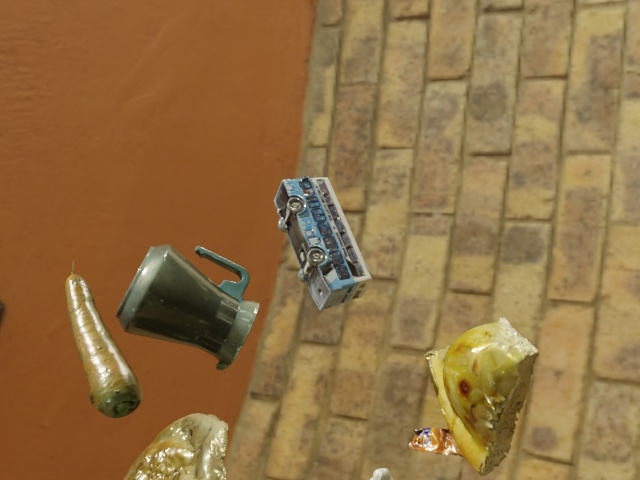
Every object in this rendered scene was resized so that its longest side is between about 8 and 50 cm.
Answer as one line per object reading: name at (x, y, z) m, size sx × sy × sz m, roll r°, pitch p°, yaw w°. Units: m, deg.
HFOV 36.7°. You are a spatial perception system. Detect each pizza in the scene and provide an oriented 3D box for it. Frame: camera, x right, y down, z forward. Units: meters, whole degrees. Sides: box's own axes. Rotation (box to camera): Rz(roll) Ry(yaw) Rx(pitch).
pizza at (0.192, 0.180, 1.294) m, size 0.080 × 0.204 × 0.188 m, roll 2°, pitch -60°, yaw -26°

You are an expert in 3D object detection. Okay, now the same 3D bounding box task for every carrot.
carrot at (-0.358, 0.149, 1.524) m, size 0.078 × 0.078 × 0.298 m, roll 29°, pitch -154°, yaw -53°

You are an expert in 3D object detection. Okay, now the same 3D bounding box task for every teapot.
teapot at (-0.228, 0.109, 1.729) m, size 0.225 × 0.171 × 0.203 m, roll 28°, pitch -119°, yaw -9°

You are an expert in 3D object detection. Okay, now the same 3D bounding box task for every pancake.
pancake at (-0.288, 0.462, 1.664) m, size 0.082 × 0.387 × 0.387 m, roll 37°, pitch -121°, yaw -21°

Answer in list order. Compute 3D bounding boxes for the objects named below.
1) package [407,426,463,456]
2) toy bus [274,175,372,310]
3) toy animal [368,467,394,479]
package at (0.213, 0.353, 1.721) m, size 0.077 × 0.110 × 0.033 m, roll -53°, pitch -42°, yaw -64°
toy bus at (0.000, 0.000, 2.155) m, size 0.131 × 0.106 × 0.297 m, roll -10°, pitch -118°, yaw -23°
toy animal at (0.114, 0.455, 1.463) m, size 0.131 × 0.127 × 0.182 m, roll 53°, pitch -166°, yaw -39°
